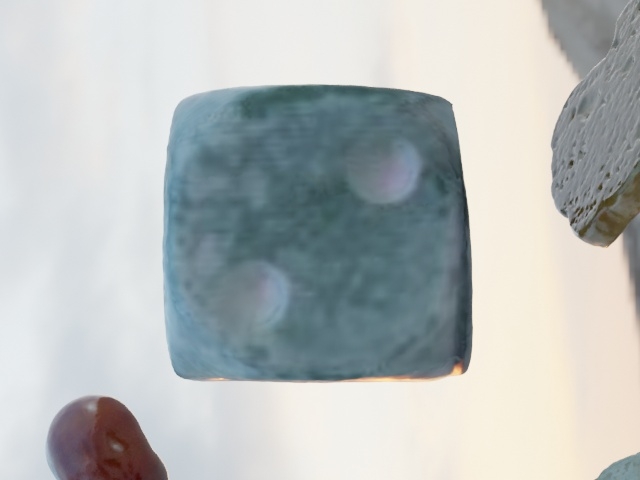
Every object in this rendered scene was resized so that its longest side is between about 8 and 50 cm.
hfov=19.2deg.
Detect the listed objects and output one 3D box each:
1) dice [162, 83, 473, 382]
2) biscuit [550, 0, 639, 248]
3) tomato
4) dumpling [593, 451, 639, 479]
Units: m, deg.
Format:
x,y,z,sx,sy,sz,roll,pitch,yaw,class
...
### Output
x,y,z,sx,sy,sz,roll,pitch,yaw,class
0.000,0.000,2.179,0.328,0.348,0.331,96,175,-87,dice
0.355,-0.153,2.122,0.312,0.057,0.351,-63,11,10,biscuit
-0.302,0.310,2.650,0.195,0.136,0.195,52,165,19,tomato
0.353,0.336,2.086,0.126,0.166,0.216,-23,-43,-44,dumpling
